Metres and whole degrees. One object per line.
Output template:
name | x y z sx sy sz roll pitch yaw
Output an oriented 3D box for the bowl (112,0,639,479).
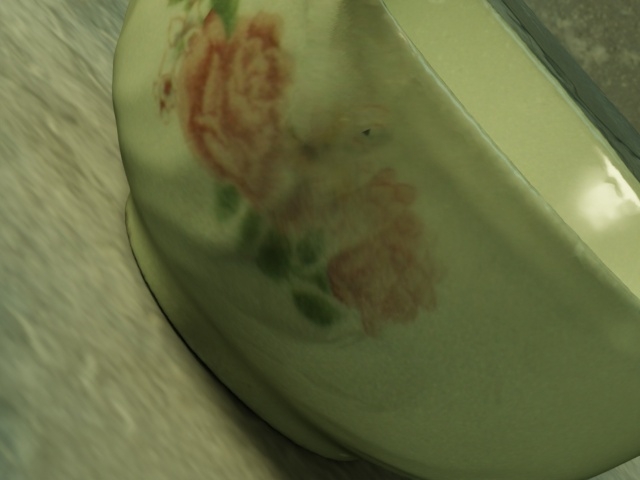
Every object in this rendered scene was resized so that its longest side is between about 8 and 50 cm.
bowl | 0.023 -0.013 0.674 0.277 0.145 0.277 44 17 -18
